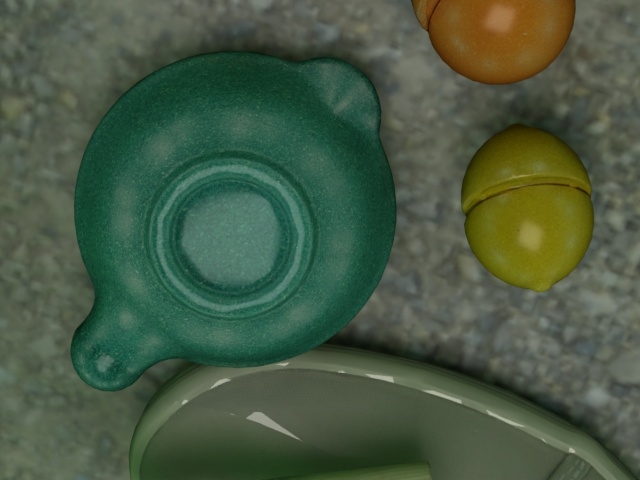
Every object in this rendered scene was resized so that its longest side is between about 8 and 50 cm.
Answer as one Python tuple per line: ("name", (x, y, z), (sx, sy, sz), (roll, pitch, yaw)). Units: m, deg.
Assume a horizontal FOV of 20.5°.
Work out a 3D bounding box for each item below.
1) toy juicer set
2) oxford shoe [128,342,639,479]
("toy juicer set", (0.000, 0.000, 0.733), (0.209, 0.089, 0.329), (13, 102, -4))
("oxford shoe", (0.112, 0.198, 0.788), (0.449, 0.130, 0.169), (35, 116, -7))
